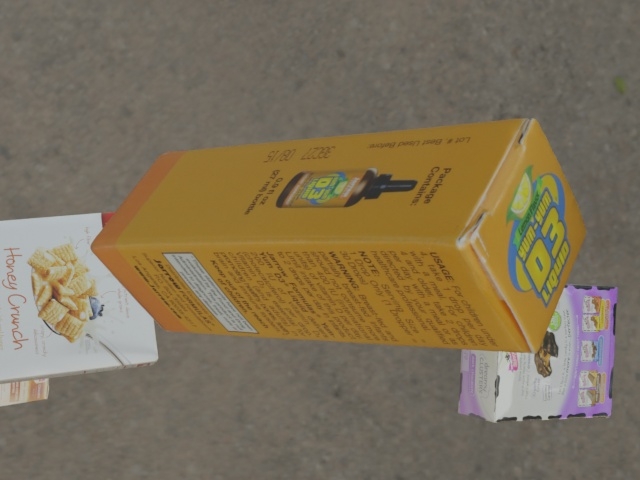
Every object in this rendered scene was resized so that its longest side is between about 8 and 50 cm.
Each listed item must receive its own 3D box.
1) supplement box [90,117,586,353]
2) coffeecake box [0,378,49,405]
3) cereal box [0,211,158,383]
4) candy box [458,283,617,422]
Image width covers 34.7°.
[{"bbox_3d":[0.000,0.000,0.486,0.080,0.233,0.078,54,52,-31],"label":"supplement box"},{"bbox_3d":[-0.480,0.162,1.395,0.185,0.142,0.068,-6,125,-29],"label":"coffeecake box"},{"bbox_3d":[-0.303,0.062,1.095,0.240,0.047,0.173,-6,78,-16],"label":"cereal box"},{"bbox_3d":[0.267,0.133,1.248,0.196,0.070,0.164,4,89,-32],"label":"candy box"}]
